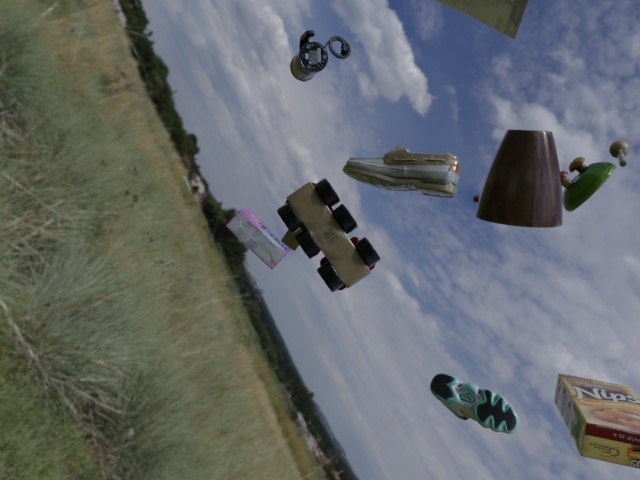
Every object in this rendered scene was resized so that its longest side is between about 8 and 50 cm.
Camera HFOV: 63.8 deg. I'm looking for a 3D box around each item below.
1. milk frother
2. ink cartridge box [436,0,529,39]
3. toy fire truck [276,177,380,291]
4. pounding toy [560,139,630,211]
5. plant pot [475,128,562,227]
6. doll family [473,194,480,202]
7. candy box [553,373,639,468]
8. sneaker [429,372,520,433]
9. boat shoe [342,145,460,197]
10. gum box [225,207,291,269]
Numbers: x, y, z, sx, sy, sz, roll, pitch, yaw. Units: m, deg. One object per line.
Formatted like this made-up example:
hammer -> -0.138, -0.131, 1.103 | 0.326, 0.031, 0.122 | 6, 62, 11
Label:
milk frother -> -0.002, -0.530, 1.497 | 0.135, 0.143, 0.129 | -155, -100, -74
ink cartridge box -> 0.327, -0.578, 1.038 | 0.261, 0.066, 0.296 | 34, -11, 15
toy fire truck -> 0.000, 0.000, 1.103 | 0.217, 0.158, 0.246 | 55, 1, 0
pounding toy -> 0.779, -0.203, 1.519 | 0.110, 0.183, 0.237 | 42, -48, 10
plant pot -> 0.521, -0.165, 1.319 | 0.215, 0.215, 0.231 | -141, -128, -69
doll family -> 0.547, -0.104, 1.575 | 0.193, 0.076, 0.111 | 31, 9, -46
candy box -> 0.697, 0.431, 1.250 | 0.316, 0.182, 0.088 | -22, 120, -74
sneaker -> 0.170, 0.181, 0.558 | 0.098, 0.038, 0.069 | 26, -17, 37
boat shoe -> 0.210, -0.187, 1.336 | 0.113, 0.302, 0.103 | 28, 75, -71
gum box -> -0.176, -0.012, 1.459 | 0.188, 0.062, 0.107 | 44, 9, -2
